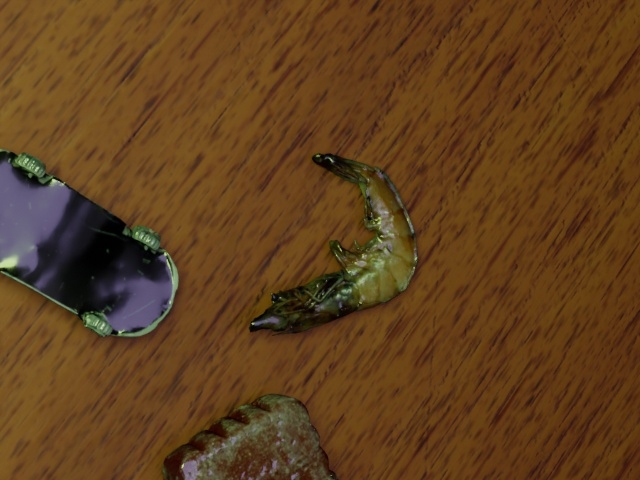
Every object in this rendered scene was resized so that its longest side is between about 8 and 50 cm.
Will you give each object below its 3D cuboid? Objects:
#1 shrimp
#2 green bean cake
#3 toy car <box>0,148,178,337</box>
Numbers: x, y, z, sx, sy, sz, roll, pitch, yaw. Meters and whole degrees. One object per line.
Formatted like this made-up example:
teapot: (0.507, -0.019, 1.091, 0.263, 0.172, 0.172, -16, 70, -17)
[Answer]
shrimp: (0.002, 0.000, 1.368, 0.195, 0.035, 0.148, -21, 103, -33)
green bean cake: (-0.057, 0.213, 1.334, 0.135, 0.056, 0.136, -28, 104, -23)
toy car: (-0.207, 0.006, 1.250, 0.205, 0.056, 0.095, 34, 76, -28)
